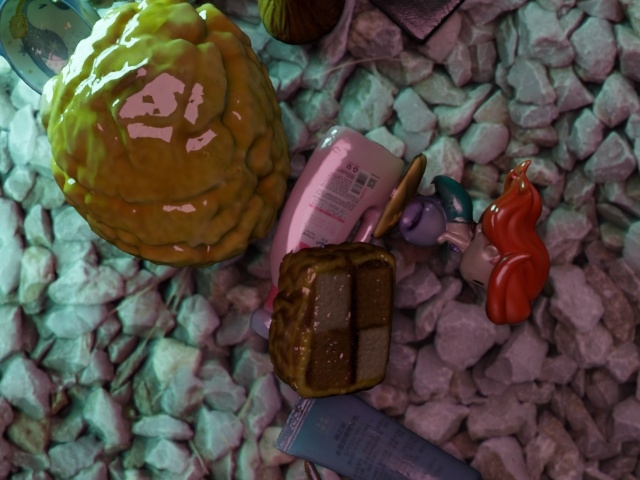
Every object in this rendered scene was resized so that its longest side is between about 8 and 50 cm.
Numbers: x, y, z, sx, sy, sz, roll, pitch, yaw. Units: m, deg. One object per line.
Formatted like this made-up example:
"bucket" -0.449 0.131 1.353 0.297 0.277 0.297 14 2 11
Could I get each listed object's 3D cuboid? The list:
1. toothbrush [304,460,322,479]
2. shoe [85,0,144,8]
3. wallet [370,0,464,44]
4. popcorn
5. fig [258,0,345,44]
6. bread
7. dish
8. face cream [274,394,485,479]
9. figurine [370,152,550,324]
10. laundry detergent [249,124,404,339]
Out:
"toothbrush" 0.036 0.476 1.586 0.031 0.023 0.321 -23 80 -2
"shoe" -0.345 -0.476 1.726 0.342 0.132 0.211 31 86 9
"wallet" 0.113 -0.430 1.701 0.244 0.025 0.124 44 90 11
"popcorn" -0.225 -0.151 1.553 0.344 0.354 0.390 -16 76 -3
"fig" -0.045 -0.393 1.636 0.133 0.201 0.146 4 76 19
"bread" 0.020 0.113 1.547 0.181 0.096 0.222 -1 102 -27
"dish" -0.405 -0.333 1.705 0.236 0.228 0.086 26 45 6
"face cream" 0.125 0.331 1.565 0.385 0.086 0.136 26 84 17
"figurine" 0.226 -0.018 1.555 0.257 0.181 0.208 30 59 5
"laundry detergent" 0.000 0.000 1.612 0.159 0.088 0.335 27 90 -30
